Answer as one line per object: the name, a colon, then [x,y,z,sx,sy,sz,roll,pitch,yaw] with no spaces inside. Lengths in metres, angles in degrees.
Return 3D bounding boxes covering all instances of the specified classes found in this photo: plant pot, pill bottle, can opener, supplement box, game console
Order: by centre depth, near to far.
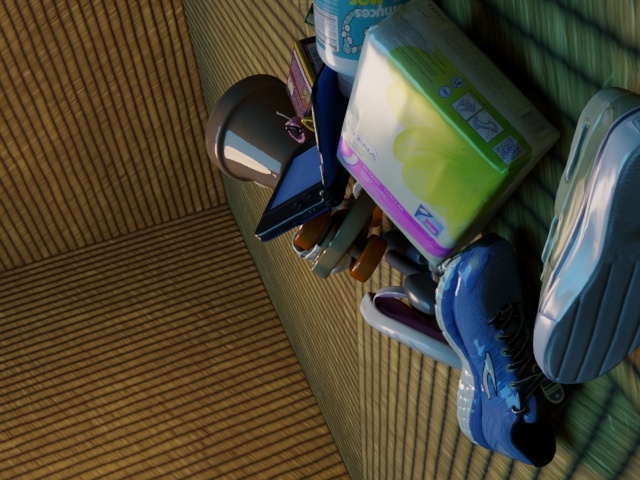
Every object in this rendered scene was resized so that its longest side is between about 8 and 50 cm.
pill bottle: [0.063,-0.313,0.841,0.264,0.146,0.146,84,163,-46]
game console: [-0.023,-0.180,1.065,0.173,0.250,0.293,49,-146,-22]
can opener: [0.158,0.040,1.072,0.280,0.093,0.074,-131,37,-72]
supplement box: [-0.007,-0.309,1.290,0.188,0.081,0.104,119,131,-73]
plant pot: [-0.099,-0.224,1.532,0.229,0.263,0.263,38,149,34]

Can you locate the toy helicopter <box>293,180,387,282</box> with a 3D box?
toy helicopter: [0.045,-0.026,1.232,0.140,0.235,0.355,30,160,-2]

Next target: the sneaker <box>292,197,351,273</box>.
sneaker: [0.000,0.000,1.539,0.305,0.152,0.114,94,153,-63]

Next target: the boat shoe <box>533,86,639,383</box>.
boat shoe: [0.260,0.007,0.600,0.094,0.109,0.302,-99,10,-52]

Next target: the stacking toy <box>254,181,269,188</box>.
stacking toy: [-0.177,-0.297,1.946,0.330,0.141,0.141,-116,14,-48]

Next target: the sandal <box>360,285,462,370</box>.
sandal: [0.162,0.123,1.107,0.102,0.169,0.416,-67,16,0]

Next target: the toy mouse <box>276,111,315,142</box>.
toy mouse: [-0.012,-0.211,1.309,0.161,0.031,0.143,25,159,8]

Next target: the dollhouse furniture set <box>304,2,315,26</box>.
dollhouse furniture set: [0.004,-0.370,1.101,0.152,0.058,0.076,-84,19,-65]

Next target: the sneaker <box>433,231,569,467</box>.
sneaker: [0.245,0.143,0.822,0.147,0.130,0.330,22,133,56]

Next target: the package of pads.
package of pads: [0.133,-0.120,0.804,0.229,0.101,0.296,51,161,13]
